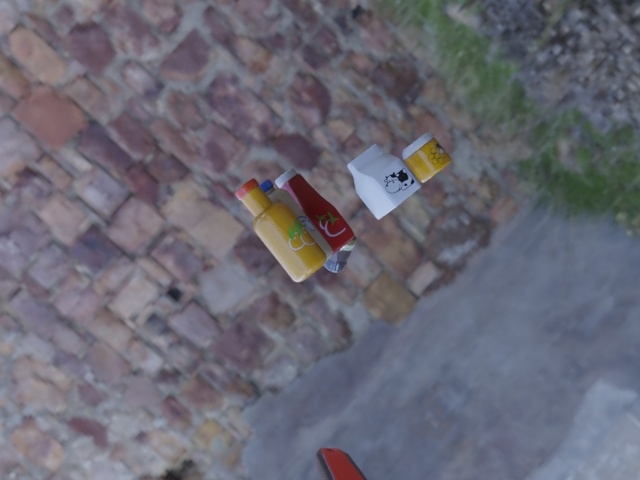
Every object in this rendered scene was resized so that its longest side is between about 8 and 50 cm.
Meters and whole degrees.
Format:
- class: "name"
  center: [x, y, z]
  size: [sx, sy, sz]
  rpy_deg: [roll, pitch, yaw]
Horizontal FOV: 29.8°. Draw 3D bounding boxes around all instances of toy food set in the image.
- class: "toy food set"
  center: [0.015, -0.054, 1.197]
  size: [0.104, 0.232, 0.111]
  rpy_deg: [52, 151, 0]

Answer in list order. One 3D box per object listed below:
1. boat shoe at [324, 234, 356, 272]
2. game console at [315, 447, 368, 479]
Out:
- class: "boat shoe"
  center: [0.000, 0.000, 1.394]
  size: [0.056, 0.049, 0.152]
  rpy_deg: [16, -172, -13]
- class: "game console"
  center: [0.064, 0.411, 1.072]
  size: [0.342, 0.060, 0.387]
  rpy_deg: [-147, 47, -74]
